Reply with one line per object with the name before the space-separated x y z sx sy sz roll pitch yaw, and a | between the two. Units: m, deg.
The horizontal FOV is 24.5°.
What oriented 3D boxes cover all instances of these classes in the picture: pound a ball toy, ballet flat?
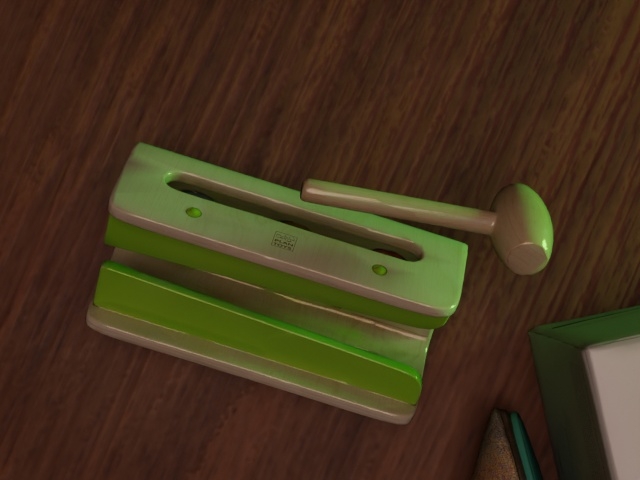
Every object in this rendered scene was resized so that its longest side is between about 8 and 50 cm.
pound a ball toy | 0.000 0.000 1.133 0.319 0.136 0.208 16 126 -1
ballet flat | 0.159 0.294 1.171 0.106 0.107 0.316 -20 89 9

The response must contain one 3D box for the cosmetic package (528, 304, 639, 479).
cosmetic package | 0.262 0.167 1.108 0.138 0.225 0.224 -12 91 0
